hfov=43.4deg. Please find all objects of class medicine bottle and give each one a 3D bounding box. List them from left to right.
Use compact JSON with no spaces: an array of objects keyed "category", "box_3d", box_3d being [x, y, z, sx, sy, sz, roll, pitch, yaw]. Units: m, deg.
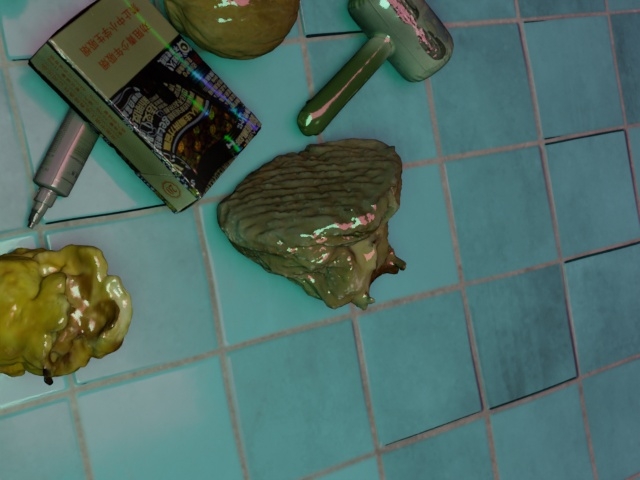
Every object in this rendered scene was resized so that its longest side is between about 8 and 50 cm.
[{"category":"medicine bottle","box_3d":[-0.387,-0.107,1.199,0.057,0.057,0.199,29,75,-23]}]

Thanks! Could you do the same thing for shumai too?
[{"category":"shumai","box_3d":[0.000,0.000,1.347,0.314,0.267,0.262,-13,127,1]}]

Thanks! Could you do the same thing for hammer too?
[{"category":"hammer","box_3d":[0.075,-0.305,1.416,0.206,0.119,0.335,46,77,-17]}]

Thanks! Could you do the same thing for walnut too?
[{"category":"walnut","box_3d":[-0.143,-0.390,1.251,0.228,0.228,0.228,1,88,-27]}]

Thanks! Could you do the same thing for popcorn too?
[{"category":"popcorn","box_3d":[-0.385,0.105,1.126,0.253,0.190,0.191,8,68,13]}]

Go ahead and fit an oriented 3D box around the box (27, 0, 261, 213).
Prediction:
[{"category":"box","box_3d":[-0.255,-0.220,1.220,0.310,0.084,0.198,47,49,-17]}]
